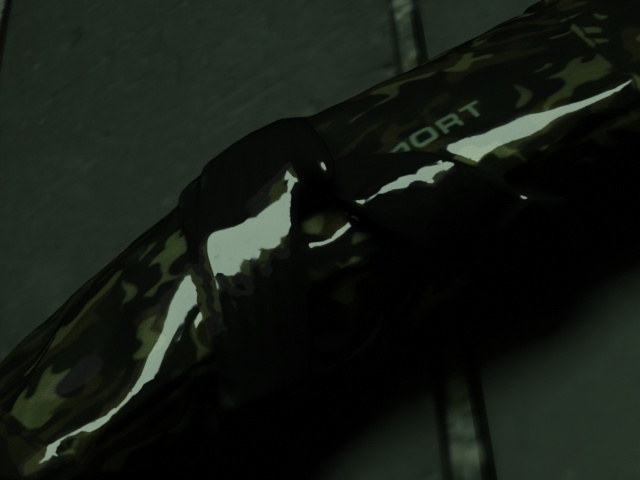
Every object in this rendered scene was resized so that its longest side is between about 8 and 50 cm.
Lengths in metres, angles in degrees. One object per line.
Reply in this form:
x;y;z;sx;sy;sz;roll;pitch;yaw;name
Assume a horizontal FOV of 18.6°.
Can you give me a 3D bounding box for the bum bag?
0.000;0.000;0.515;0.248;0.069;0.102;-37;0;-8;bum bag
